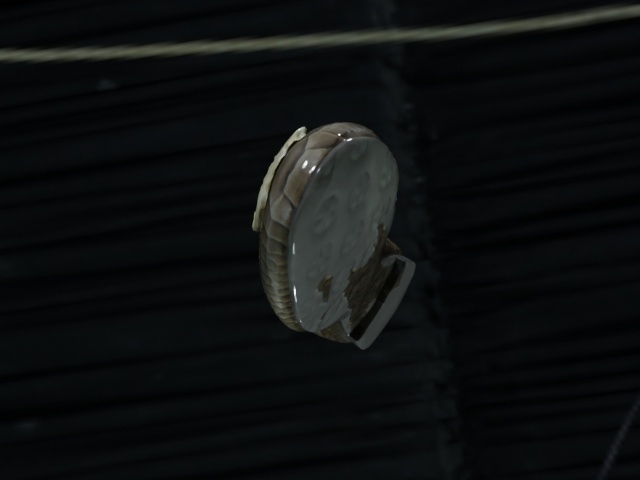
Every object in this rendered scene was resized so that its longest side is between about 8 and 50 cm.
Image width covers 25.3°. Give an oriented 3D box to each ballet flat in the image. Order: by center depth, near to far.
[{"bbox_3d":[0.000,0.000,0.649,0.084,0.058,0.250,-57,166,-5],"label":"ballet flat"}]
